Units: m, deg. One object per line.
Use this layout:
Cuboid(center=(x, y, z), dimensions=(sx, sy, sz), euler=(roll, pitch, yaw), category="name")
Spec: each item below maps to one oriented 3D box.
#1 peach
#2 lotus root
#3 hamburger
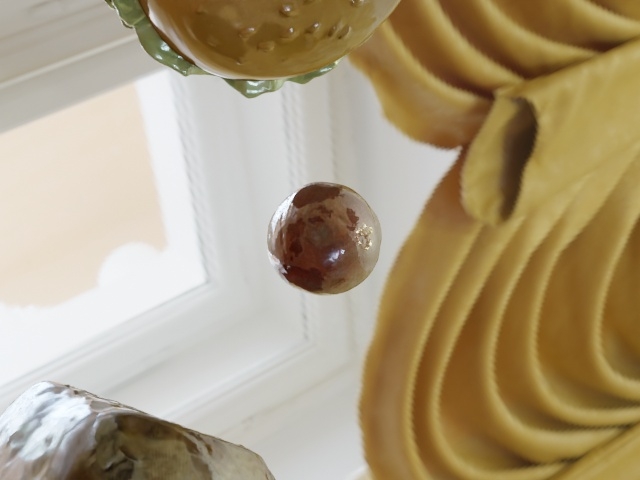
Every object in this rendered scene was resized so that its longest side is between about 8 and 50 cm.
Cuboid(center=(0.002, -0.001, 0.898), dimensions=(0.083, 0.083, 0.083), euler=(40, -36, 37), category="peach")
Cuboid(center=(-0.123, 0.240, 0.930), dimensions=(0.316, 0.316, 0.250), euler=(-15, -118, 62), category="lotus root")
Cuboid(center=(-0.044, -0.244, 0.944), dimensions=(0.212, 0.274, 0.274), euler=(48, -29, 50), category="hamburger")
